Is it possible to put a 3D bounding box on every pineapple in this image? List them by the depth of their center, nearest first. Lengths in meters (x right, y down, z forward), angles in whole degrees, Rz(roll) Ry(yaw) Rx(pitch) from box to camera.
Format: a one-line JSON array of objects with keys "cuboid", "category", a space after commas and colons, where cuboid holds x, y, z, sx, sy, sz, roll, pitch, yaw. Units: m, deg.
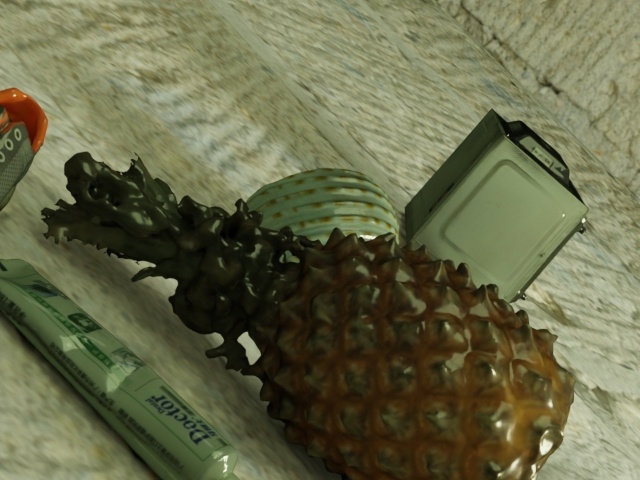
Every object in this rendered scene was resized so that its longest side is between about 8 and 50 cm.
[{"cuboid": [-0.011, 0.048, 1.249, 0.361, 0.175, 0.175, 32, 14, 3], "category": "pineapple"}]

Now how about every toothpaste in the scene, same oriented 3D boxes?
[{"cuboid": [-0.116, 0.080, 1.093, 0.218, 0.041, 0.064, 42, 19, 20], "category": "toothpaste"}]

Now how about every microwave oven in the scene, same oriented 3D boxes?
[{"cuboid": [0.175, -0.027, 1.909, 0.129, 0.163, 0.205, 41, 11, -7], "category": "microwave oven"}]

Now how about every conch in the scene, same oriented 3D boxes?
[{"cuboid": [0.002, -0.006, 1.541, 0.135, 0.102, 0.153, 18, 23, -23], "category": "conch"}]

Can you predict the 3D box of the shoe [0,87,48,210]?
[{"cuboid": [-0.211, -0.045, 1.136, 0.074, 0.077, 0.194, 40, 14, -5], "category": "shoe"}]
